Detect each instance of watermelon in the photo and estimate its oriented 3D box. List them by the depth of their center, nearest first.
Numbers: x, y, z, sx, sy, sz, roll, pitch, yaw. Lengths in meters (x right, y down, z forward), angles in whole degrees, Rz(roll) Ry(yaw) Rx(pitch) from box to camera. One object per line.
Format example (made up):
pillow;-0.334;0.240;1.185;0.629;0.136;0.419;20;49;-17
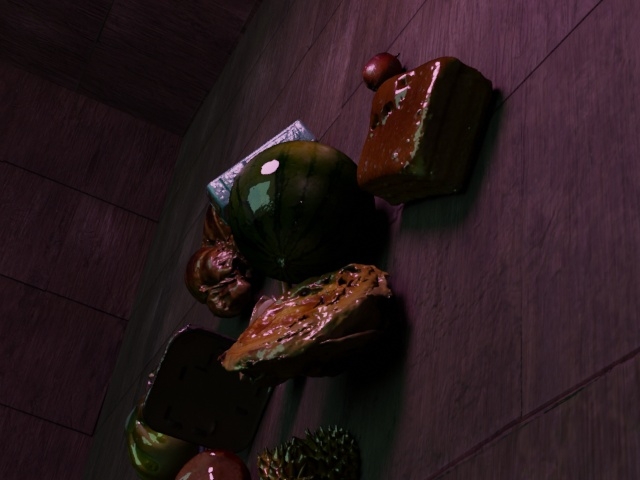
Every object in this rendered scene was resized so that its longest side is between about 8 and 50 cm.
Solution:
watermelon;-0.030;-0.045;1.606;0.242;0.242;0.242;-57;19;33

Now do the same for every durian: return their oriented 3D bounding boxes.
durian;-0.009;0.331;1.357;0.252;0.144;0.139;-136;32;-66

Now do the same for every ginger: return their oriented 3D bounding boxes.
ginger;-0.194;0.011;2.222;0.274;0.152;0.357;-123;55;-71

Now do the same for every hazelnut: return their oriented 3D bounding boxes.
hazelnut;-0.179;0.433;1.685;0.143;0.143;0.154;-43;21;55

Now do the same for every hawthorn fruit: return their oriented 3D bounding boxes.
hawthorn fruit;0.112;-0.304;1.800;0.077;0.077;0.077;-57;19;33

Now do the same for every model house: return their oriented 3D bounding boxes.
model house;-0.242;0.259;1.883;0.278;0.218;0.205;10;77;67

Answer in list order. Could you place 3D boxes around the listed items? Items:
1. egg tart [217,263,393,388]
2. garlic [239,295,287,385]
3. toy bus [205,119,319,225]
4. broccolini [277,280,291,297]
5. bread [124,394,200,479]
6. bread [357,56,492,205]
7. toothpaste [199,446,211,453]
egg tart;-0.005;0.139;1.420;0.297;0.132;0.297;-25;7;3
garlic;-0.074;0.177;1.709;0.087;0.101;0.195;-47;22;41
toy bus;-0.117;-0.142;2.072;0.261;0.091;0.109;-37;-23;-4
broccolini;-0.080;0.049;1.978;0.216;0.067;0.058;-93;-9;-55
bread;-0.334;0.425;2.133;0.261;0.158;0.156;-66;19;15
bread;0.140;-0.157;1.442;0.234;0.110;0.184;-10;60;70
toothpaste;-0.222;0.400;2.001;0.096;0.061;0.266;-53;28;41
